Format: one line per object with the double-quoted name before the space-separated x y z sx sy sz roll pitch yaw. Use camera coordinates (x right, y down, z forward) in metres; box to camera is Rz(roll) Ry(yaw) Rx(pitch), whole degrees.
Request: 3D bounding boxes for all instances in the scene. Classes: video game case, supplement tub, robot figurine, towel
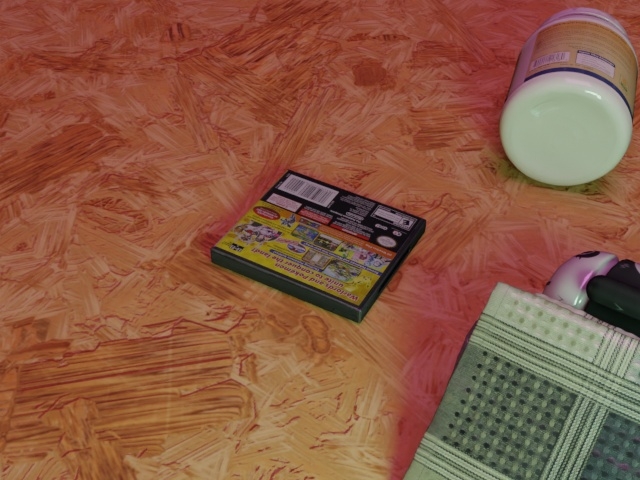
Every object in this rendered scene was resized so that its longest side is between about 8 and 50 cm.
"video game case" 0.000 0.000 1.445 0.275 0.035 0.248 21 45 20
"supplement tub" 0.465 -0.275 1.618 0.228 0.228 0.316 13 44 13
"robot figurine" 0.433 0.122 1.178 0.278 0.209 0.173 27 41 32
"towel" 0.295 0.241 1.067 0.324 0.056 0.312 25 85 24
